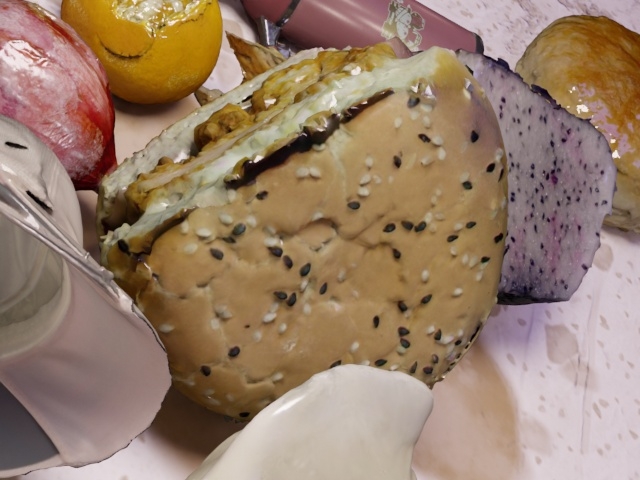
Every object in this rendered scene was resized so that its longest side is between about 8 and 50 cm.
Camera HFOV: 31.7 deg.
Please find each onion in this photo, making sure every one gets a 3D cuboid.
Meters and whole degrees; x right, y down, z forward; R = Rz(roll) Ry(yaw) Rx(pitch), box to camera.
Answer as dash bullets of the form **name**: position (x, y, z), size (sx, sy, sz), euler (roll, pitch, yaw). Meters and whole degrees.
- **onion**: position (-0.226, -0.098, 0.889), size (0.195, 0.159, 0.159), euler (36, 40, -24)

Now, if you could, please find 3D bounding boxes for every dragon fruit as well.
- **dragon fruit**: position (0.142, -0.047, 1.140), size (0.283, 0.204, 0.221), euler (18, 75, -44)

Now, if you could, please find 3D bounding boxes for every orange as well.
- **orange**: position (-0.160, -0.203, 1.042), size (0.154, 0.134, 0.155), euler (28, 36, -23)

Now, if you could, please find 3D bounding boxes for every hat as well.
- **hat**: position (-0.209, 0.022, 0.746), size (0.275, 0.232, 0.161), euler (35, 37, 15)

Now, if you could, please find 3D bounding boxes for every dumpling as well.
- **dumpling**: position (-0.011, 0.206, 0.761), size (0.187, 0.243, 0.318), euler (32, 24, 28)

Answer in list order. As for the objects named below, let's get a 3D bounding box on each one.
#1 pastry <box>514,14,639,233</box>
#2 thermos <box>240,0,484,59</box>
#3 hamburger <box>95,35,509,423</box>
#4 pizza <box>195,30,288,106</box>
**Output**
- **pastry**: position (0.388, -0.151, 1.469), size (0.329, 0.136, 0.330), euler (23, 46, -27)
- **thermos**: position (0.014, -0.242, 1.258), size (0.330, 0.136, 0.109), euler (24, 17, -25)
- **hamburger**: position (0.000, 0.000, 0.889), size (0.277, 0.318, 0.195), euler (58, -4, -32)
- **pizza**: position (-0.022, -0.097, 1.071), size (0.262, 0.181, 0.034), euler (35, 36, 25)
